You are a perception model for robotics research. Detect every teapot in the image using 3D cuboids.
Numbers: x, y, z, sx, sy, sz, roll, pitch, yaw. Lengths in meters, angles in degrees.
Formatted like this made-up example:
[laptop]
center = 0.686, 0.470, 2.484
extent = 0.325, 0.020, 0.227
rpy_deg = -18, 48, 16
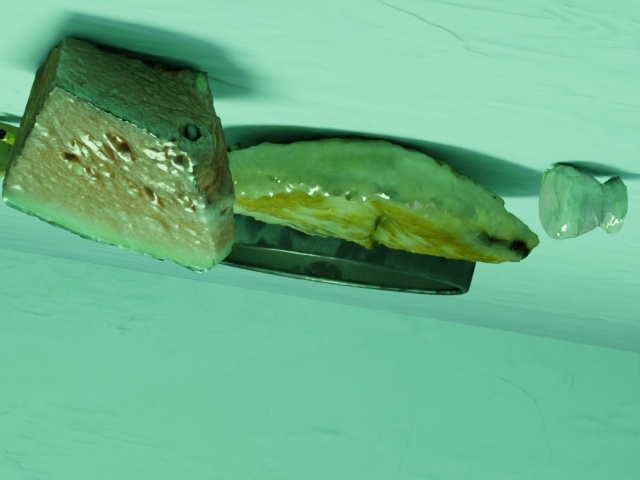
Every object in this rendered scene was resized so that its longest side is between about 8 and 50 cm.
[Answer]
[teapot]
center = 0.222, -0.036, 1.401
extent = 0.064, 0.064, 0.083
rpy_deg = 3, -152, -16

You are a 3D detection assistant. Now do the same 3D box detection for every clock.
[clock]
center = 0.000, 0.000, 1.937
extent = 0.386, 0.076, 0.386
rpy_deg = 9, 174, 1

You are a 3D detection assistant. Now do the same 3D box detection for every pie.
[pie]
center = 0.040, -0.039, 1.535
extent = 0.339, 0.077, 0.339
rpy_deg = 12, 175, 1

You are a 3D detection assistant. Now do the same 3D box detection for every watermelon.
[watermelon]
center = -0.145, -0.082, 1.230
extent = 0.192, 0.140, 0.257
rpy_deg = 13, 164, -1

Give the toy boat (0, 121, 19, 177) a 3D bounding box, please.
[toy boat]
center = -0.383, -0.097, 1.619
extent = 0.226, 0.068, 0.088
rpy_deg = 7, 168, 22
